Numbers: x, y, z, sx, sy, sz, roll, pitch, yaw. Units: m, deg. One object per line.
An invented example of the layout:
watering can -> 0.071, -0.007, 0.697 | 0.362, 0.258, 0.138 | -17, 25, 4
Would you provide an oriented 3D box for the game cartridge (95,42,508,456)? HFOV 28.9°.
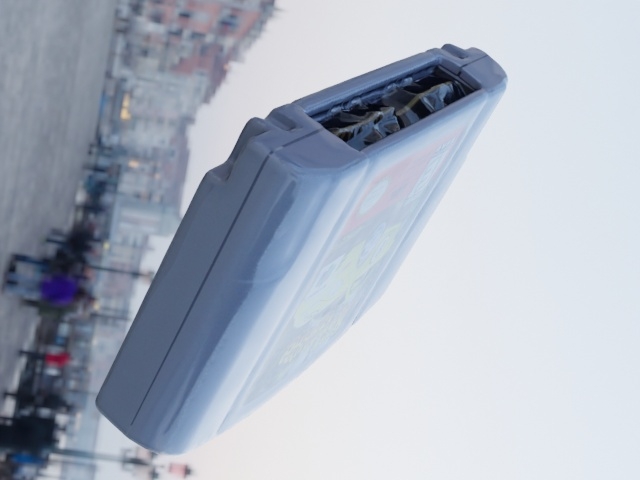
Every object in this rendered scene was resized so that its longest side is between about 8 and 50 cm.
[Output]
game cartridge -> 0.000, 0.000, 0.678 | 0.196, 0.060, 0.294 | -57, 168, 29
